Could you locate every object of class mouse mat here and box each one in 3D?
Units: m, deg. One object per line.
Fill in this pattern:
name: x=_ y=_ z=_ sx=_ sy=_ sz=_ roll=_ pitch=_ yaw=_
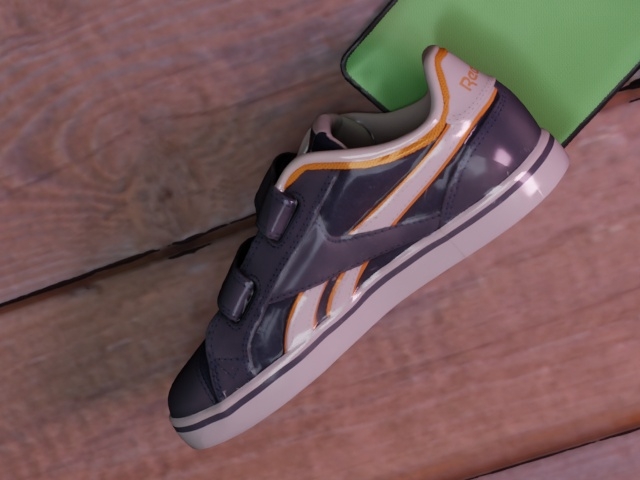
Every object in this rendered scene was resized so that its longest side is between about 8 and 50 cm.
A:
mouse mat: x=0.124 y=-0.132 z=1.204 sx=0.152 sy=0.007 sz=0.189 roll=40 pitch=113 yaw=-7

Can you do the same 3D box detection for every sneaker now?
sneaker: x=0.000 y=0.000 z=1.213 sx=0.321 sy=0.126 sz=0.127 roll=-40 pitch=103 yaw=14
